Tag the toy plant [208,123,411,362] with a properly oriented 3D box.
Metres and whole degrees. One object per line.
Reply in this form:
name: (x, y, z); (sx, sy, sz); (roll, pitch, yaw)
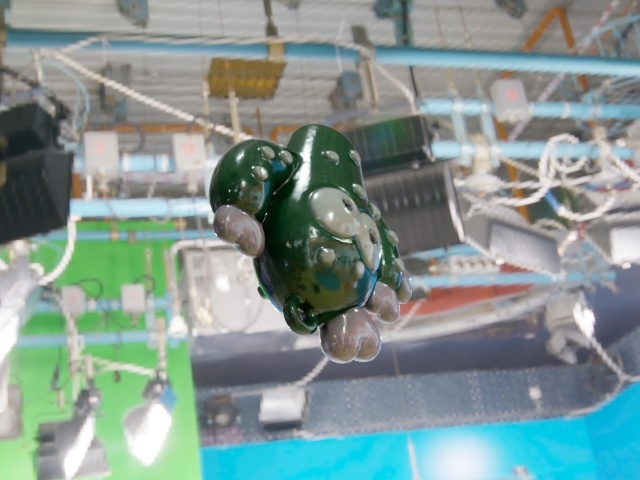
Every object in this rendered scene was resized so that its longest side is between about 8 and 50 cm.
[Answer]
toy plant: (-0.003, -0.002, 0.987); (0.113, 0.232, 0.243); (-31, 9, 31)
